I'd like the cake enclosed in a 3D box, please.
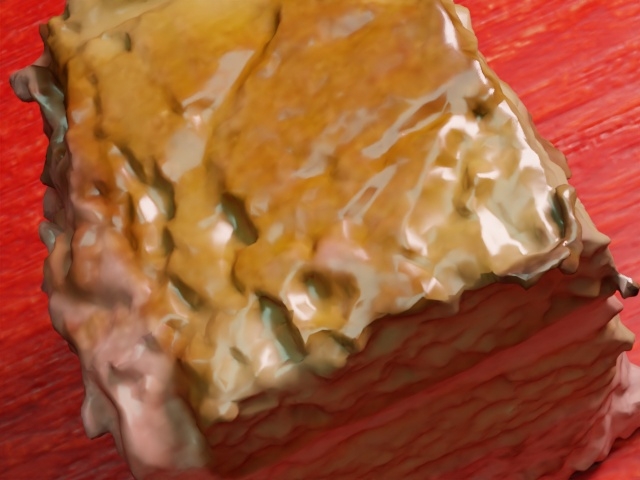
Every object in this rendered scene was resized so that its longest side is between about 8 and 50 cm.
[{"bbox_3d":[0.000,0.000,1.062,0.293,0.307,0.314,-26,62,6],"label":"cake"}]
